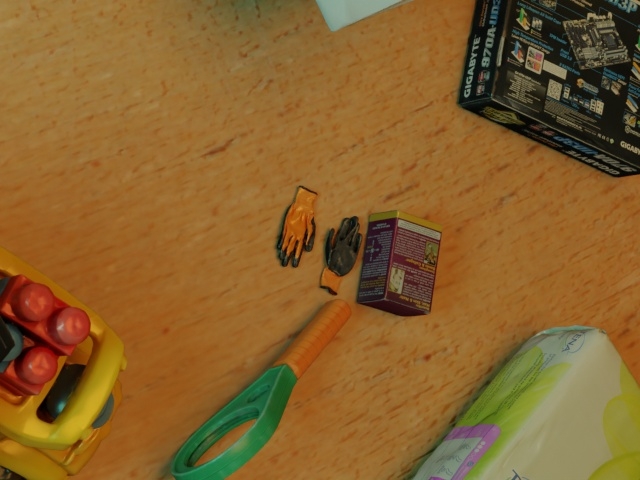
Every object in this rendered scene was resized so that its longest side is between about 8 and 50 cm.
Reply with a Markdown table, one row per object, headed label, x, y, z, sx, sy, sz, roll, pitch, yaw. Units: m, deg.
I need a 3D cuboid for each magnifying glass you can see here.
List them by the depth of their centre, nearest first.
| label | x | y | z | sx | sy | sz | roll | pitch | yaw |
| --- | --- | --- | --- | --- | --- | --- | --- | --- | --- |
| magnifying glass | -0.043 | 0.124 | 1.422 | 0.026 | 0.092 | 0.231 | 56 | 48 | -13 |

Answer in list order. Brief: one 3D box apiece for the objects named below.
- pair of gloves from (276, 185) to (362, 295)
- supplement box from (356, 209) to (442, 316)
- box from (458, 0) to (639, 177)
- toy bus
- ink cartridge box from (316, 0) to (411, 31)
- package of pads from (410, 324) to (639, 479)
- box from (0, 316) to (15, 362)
| label | x | y | z | sx | sy | sz | roll | pitch | yaw |
| --- | --- | --- | --- | --- | --- | --- | --- | --- | --- |
| pair of gloves | 0.000 | 0.000 | 1.502 | 0.083 | 0.010 | 0.074 | 31 | 68 | -30 |
| supplement box | 0.071 | 0.021 | 1.531 | 0.055 | 0.043 | 0.083 | 19 | 74 | -33 |
| box | 0.243 | -0.177 | 1.670 | 0.220 | 0.051 | 0.175 | 20 | 74 | -33 |
| toy bus | -0.212 | 0.085 | 1.219 | 0.220 | 0.211 | 0.149 | 38 | 63 | -28 |
| ink cartridge box | 0.023 | -0.398 | 1.389 | 0.395 | 0.166 | 0.285 | 64 | 20 | -13 |
| package of pads | 0.200 | 0.245 | 1.567 | 0.296 | 0.101 | 0.229 | -45 | 112 | -31 |
| box | -0.352 | 0.025 | 1.064 | 0.143 | 0.270 | 0.165 | -54 | 152 | -27 |
